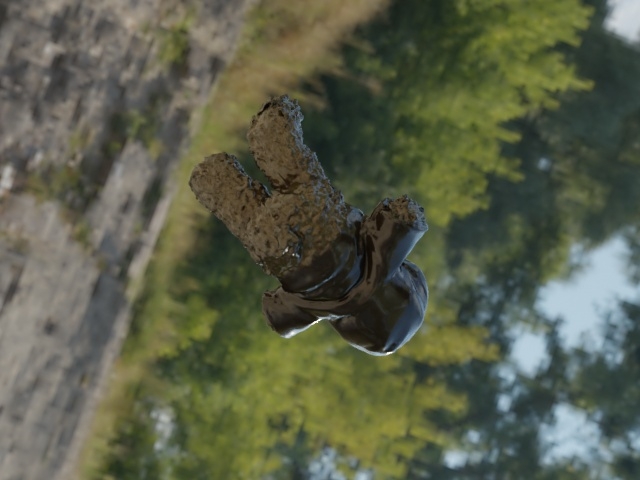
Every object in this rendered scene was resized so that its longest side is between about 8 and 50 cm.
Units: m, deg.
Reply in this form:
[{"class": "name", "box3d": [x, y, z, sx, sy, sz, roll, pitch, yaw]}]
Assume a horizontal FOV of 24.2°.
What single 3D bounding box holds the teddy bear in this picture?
[{"class": "teddy bear", "box3d": [-0.004, 0.001, 0.855, 0.119, 0.160, 0.078, -42, -178, 22]}]
